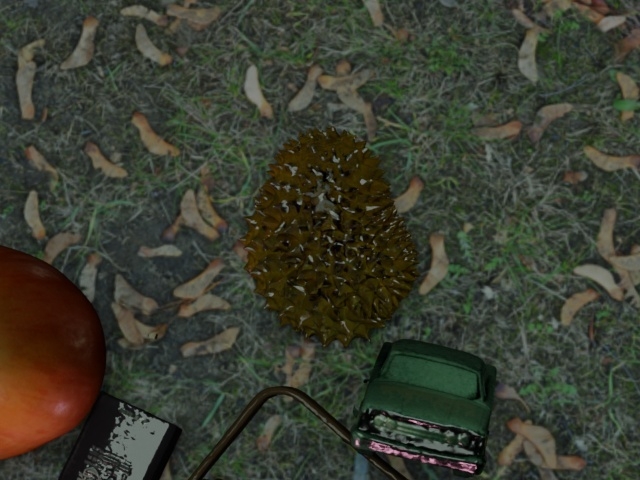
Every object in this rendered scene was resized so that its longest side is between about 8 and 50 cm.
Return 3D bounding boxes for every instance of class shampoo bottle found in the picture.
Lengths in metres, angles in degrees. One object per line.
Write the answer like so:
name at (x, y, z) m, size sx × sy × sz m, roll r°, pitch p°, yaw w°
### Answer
shampoo bottle at (-0.259, 0.322, 1.811) m, size 0.098 × 0.071 × 0.309 m, roll 24°, pitch 81°, yaw 5°

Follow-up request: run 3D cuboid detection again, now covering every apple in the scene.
apple at (-0.356, 0.111, 1.768) m, size 0.242 × 0.241 × 0.242 m, roll -2°, pitch 81°, yaw 14°

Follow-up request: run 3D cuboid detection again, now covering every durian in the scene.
durian at (0.006, -0.004, 1.846) m, size 0.183 × 0.138 × 0.249 m, roll -19°, pitch 83°, yaw -11°

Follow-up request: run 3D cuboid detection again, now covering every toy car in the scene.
toy car at (0.108, 0.158, 1.707) m, size 0.141 × 0.320 × 0.097 m, roll 13°, pitch 98°, yaw 5°

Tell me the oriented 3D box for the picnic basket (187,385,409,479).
picnic basket at (-0.046, 0.335, 1.685) m, size 0.254 × 0.291 × 0.321 m, roll 39°, pitch 94°, yaw 11°
